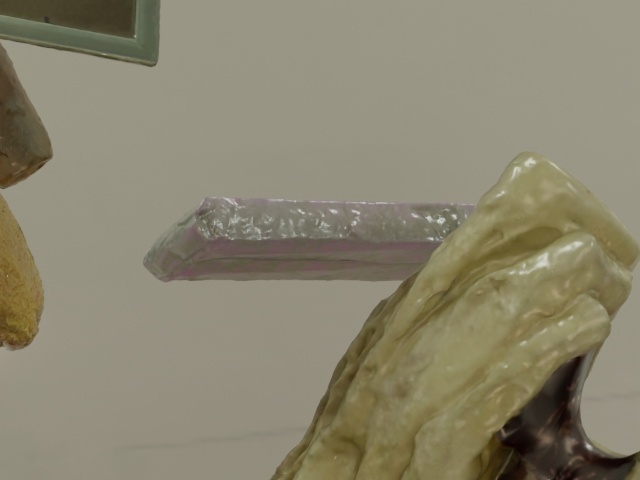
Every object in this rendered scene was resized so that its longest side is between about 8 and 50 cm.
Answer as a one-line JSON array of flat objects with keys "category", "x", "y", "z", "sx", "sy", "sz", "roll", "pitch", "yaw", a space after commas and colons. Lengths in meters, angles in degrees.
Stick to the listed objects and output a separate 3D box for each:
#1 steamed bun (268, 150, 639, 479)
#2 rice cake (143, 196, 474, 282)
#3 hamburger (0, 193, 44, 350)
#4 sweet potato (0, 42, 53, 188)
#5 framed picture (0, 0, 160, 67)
[{"category": "steamed bun", "x": 0.111, "y": 0.184, "z": 0.910, "sx": 0.247, "sy": 0.428, "sz": 0.189, "roll": 22, "pitch": 20, "yaw": -41}, {"category": "rice cake", "x": 0.002, "y": -0.001, "z": 1.222, "sx": 0.298, "sy": 0.050, "sz": 0.106, "roll": 0, "pitch": -20, "yaw": -32}, {"category": "hamburger", "x": -0.387, "y": 0.010, "z": 1.424, "sx": 0.144, "sy": 0.283, "sz": 0.156, "roll": -18, "pitch": 17, "yaw": 9}, {"category": "sweet potato", "x": -0.300, "y": -0.197, "z": 0.955, "sx": 0.109, "sy": 0.385, "sz": 0.109, "roll": -33, "pitch": 24, "yaw": 16}, {"category": "framed picture", "x": -0.220, "y": -0.205, "z": 0.793, "sx": 0.274, "sy": 0.217, "sz": 0.017, "roll": 10, "pitch": -30, "yaw": -19}]
